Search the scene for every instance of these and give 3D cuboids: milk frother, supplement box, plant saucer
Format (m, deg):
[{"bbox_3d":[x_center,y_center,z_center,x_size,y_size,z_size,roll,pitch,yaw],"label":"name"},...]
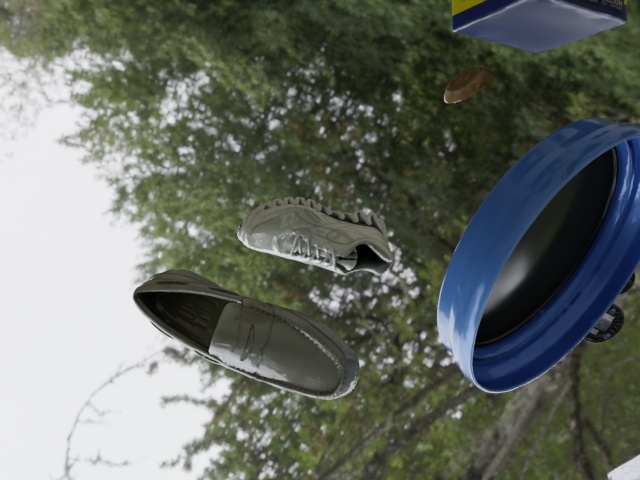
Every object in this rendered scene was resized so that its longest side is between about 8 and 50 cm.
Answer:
[{"bbox_3d":[0.495,0.084,1.562,0.129,0.143,0.135,42,-165,-27],"label":"milk frother"},{"bbox_3d":[0.339,-0.504,1.348,0.194,0.356,0.195,5,173,-31],"label":"supplement box"},{"bbox_3d":[0.219,-0.239,1.301,0.015,0.083,0.083,53,-157,-24],"label":"plant saucer"}]

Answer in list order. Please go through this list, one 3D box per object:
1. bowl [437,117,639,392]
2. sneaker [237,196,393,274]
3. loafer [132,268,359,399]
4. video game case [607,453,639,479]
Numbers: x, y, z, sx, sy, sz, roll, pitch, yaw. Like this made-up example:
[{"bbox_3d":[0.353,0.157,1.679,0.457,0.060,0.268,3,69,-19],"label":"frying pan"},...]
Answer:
[{"bbox_3d":[0.303,0.019,1.116,0.391,0.391,0.077,-10,-142,-43],"label":"bowl"},{"bbox_3d":[0.000,0.000,1.520,0.292,0.110,0.118,5,-142,-24],"label":"sneaker"},{"bbox_3d":[-0.103,0.126,1.124,0.319,0.112,0.111,19,-170,22],"label":"loafer"},{"bbox_3d":[0.462,0.213,0.891,0.285,0.204,0.025,-10,-113,0],"label":"video game case"}]
